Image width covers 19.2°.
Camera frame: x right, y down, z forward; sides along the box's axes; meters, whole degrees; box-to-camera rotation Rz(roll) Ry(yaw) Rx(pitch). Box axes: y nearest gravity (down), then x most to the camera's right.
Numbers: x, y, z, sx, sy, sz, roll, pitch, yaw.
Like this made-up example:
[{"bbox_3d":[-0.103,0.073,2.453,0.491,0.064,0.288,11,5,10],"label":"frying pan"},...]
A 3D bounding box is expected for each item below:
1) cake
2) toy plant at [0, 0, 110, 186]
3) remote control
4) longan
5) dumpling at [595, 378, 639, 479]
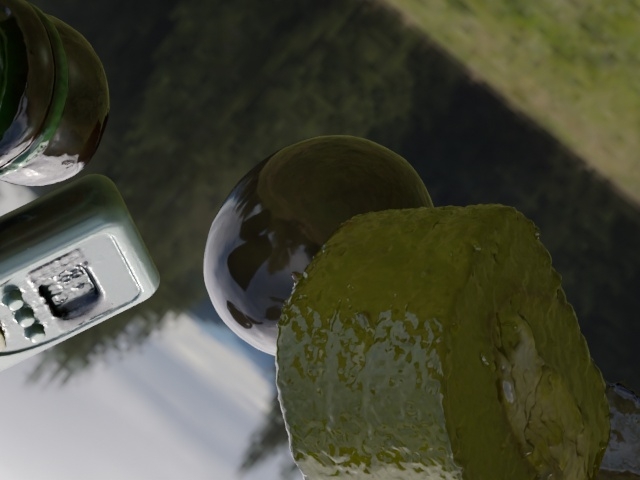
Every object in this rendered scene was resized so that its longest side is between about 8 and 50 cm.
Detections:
[{"bbox_3d":[0.080,0.109,1.178,0.156,0.179,0.260,-1,133,36],"label":"cake"},{"bbox_3d":[-0.174,-0.080,0.892,0.093,0.093,0.162,38,-171,33],"label":"toy plant"},{"bbox_3d":[-0.259,0.057,1.301,0.056,0.296,0.140,60,174,30],"label":"remote control"},{"bbox_3d":[0.000,0.000,1.417,0.159,0.185,0.204,54,-155,-26],"label":"longan"},{"bbox_3d":[0.305,0.229,1.483,0.332,0.166,0.086,56,-167,18],"label":"dumpling"}]
